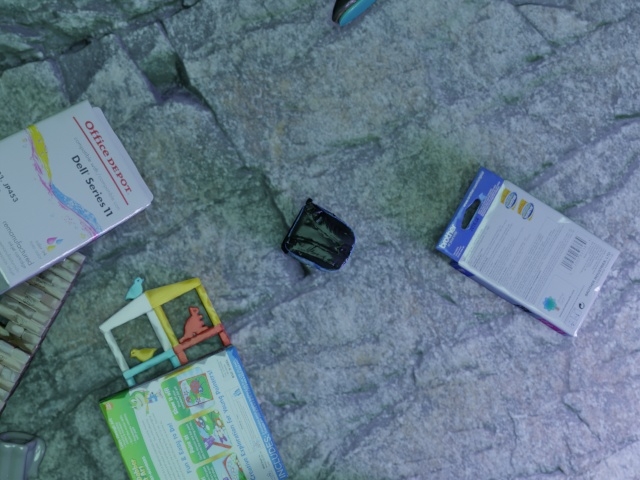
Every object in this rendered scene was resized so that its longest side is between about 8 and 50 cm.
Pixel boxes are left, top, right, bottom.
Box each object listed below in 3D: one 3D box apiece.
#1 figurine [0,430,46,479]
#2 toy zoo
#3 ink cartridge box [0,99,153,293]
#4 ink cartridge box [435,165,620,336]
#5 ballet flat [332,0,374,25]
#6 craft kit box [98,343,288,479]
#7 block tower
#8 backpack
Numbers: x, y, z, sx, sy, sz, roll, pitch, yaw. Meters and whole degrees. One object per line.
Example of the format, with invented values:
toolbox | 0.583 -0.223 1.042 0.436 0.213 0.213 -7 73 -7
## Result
figurine | -0.577 0.418 1.760 0.215 0.092 0.209 10 93 -10
toy zoo | -0.253 0.195 1.851 0.192 0.030 0.293 -26 92 -11
ink cartridge box | -0.422 -0.084 1.706 0.353 0.119 0.207 -36 97 -37
ink cartridge box | 0.373 0.020 1.959 0.311 0.065 0.186 32 82 -9
ballet flat | 0.110 -0.490 1.935 0.280 0.095 0.096 -35 83 -20
craft kit box | -0.214 0.336 1.809 0.246 0.061 0.250 -22 93 -13
block tower | -0.508 0.154 1.779 0.091 0.097 0.335 29 84 -7
backpack | 0.000 0.000 1.881 0.114 0.084 0.105 29 81 -3
